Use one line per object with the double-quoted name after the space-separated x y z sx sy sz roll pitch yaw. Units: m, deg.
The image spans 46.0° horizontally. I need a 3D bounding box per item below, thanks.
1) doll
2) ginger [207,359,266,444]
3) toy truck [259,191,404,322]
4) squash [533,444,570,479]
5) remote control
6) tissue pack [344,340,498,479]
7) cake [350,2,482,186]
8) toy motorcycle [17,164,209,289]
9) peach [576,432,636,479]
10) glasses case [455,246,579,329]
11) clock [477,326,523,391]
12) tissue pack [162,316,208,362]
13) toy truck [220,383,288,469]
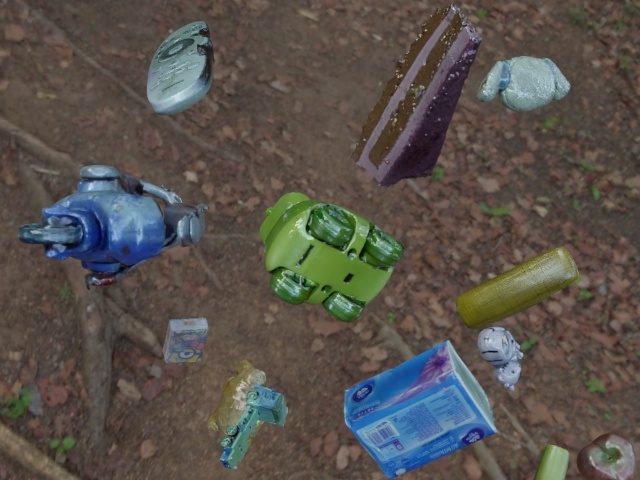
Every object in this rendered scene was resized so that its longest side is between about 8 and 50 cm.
0.385 -0.294 1.413 0.214 0.071 0.103 -10 100 -25 "doll"
-0.185 0.384 1.712 0.102 0.157 0.216 21 84 -41 "ginger"
-0.005 0.004 1.080 0.187 0.148 0.210 16 24 -47 "toy truck"
0.521 0.600 1.745 0.083 0.083 0.250 30 57 -1 "squash"
-0.183 -0.233 1.006 0.256 0.097 0.045 -98 162 -52 "remote control"
0.210 0.364 1.619 0.198 0.263 0.146 54 15 -22 "tissue pack"
0.163 -0.217 1.172 0.112 0.295 0.116 -1 43 -32 "cake"
-0.304 -0.041 1.163 0.182 0.241 0.319 63 2 -8 "toy motorcycle"
0.754 0.589 1.996 0.152 0.152 0.152 15 47 -16 "peach"
0.363 0.092 1.401 0.064 0.234 0.079 15 49 -61 "glasses case"
0.467 0.307 1.954 0.176 0.080 0.117 47 41 -36 "clock"
-0.220 0.162 1.228 0.063 0.083 0.035 1 42 -23 "tissue pack"
-0.130 0.373 1.487 0.081 0.067 0.175 10 45 25 "toy truck"
